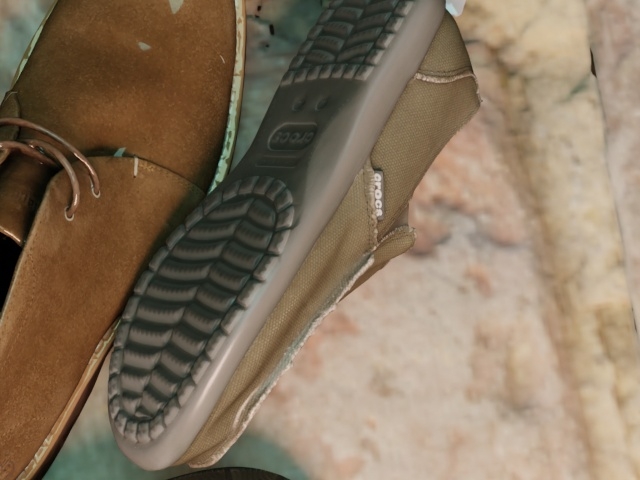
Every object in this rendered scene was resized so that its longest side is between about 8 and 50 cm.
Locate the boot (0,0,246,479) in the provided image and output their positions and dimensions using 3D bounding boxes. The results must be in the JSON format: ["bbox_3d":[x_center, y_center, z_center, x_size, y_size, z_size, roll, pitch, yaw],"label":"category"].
[{"bbox_3d":[-0.112,-0.023,0.703,0.112,0.115,0.305,20,74,5],"label":"boot"}]

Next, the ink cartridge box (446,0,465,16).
[{"bbox_3d":[0.034,-0.137,0.781,0.083,0.028,0.048,19,75,3],"label":"ink cartridge box"}]

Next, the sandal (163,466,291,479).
[{"bbox_3d":[-0.135,0.176,0.668,0.302,0.086,0.120,-8,69,-19],"label":"sandal"}]

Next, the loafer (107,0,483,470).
[{"bbox_3d":[0.000,0.000,0.702,0.087,0.094,0.251,40,77,-33],"label":"loafer"}]
